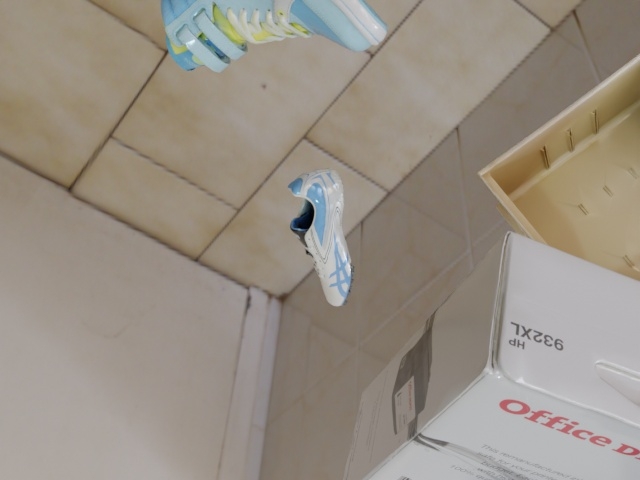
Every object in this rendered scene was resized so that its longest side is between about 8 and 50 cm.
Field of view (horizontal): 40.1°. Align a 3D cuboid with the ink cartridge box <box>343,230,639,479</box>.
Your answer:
[{"bbox_3d":[0.176,0.153,0.731,0.223,0.129,0.307,21,144,-7],"label":"ink cartridge box"}]

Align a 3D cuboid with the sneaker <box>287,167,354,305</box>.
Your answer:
[{"bbox_3d":[0.000,0.000,1.320,0.086,0.085,0.237,-15,123,-8],"label":"sneaker"}]

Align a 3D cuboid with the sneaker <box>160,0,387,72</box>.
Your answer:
[{"bbox_3d":[-0.074,-0.266,1.087,0.208,0.319,0.127,-51,145,7],"label":"sneaker"}]

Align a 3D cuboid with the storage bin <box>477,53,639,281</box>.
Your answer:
[{"bbox_3d":[0.388,-0.049,1.101,0.262,0.260,0.123,-36,154,4],"label":"storage bin"}]
